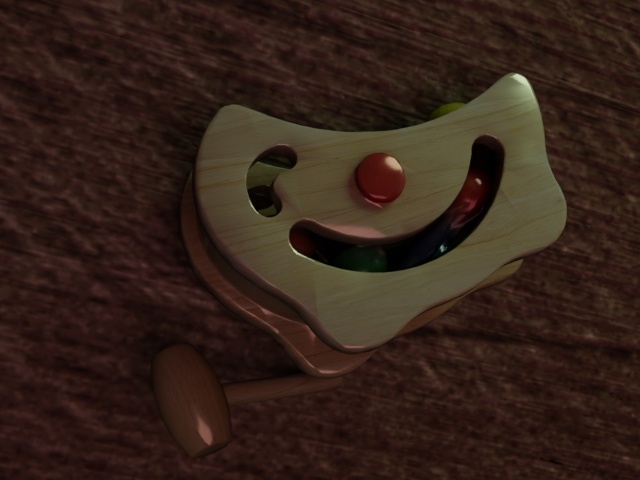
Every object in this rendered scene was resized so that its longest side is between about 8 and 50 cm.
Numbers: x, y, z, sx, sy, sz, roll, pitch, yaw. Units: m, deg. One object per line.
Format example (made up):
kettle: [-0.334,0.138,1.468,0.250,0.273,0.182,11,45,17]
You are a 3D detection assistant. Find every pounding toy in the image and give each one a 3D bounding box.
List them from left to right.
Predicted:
pounding toy: [0.000,0.000,0.729,0.269,0.155,0.154,-28,80,-20]
